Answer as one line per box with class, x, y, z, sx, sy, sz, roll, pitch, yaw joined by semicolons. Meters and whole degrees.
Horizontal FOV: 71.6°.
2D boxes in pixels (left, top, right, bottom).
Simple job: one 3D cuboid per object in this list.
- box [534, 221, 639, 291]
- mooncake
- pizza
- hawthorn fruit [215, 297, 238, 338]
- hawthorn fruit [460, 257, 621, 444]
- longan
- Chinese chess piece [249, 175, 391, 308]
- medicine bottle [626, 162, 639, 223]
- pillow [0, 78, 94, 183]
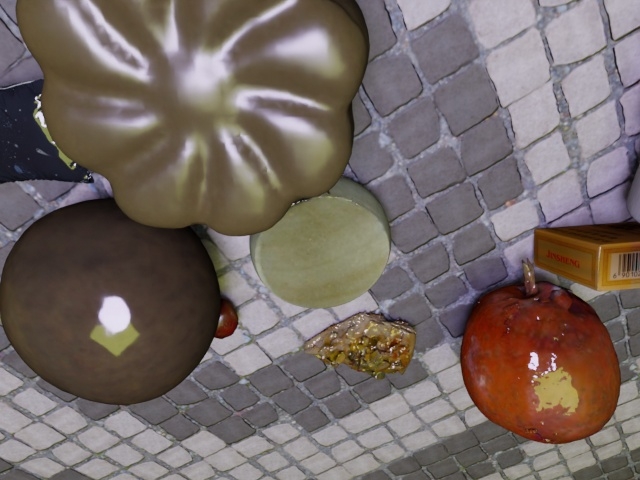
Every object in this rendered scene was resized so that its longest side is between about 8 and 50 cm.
box;0.529;0.017;0.734;0.273;0.174;0.076;-4;101;-4
mooncake;-0.128;-0.187;0.514;0.377;0.201;0.379;-3;122;-5
pizza;0.089;0.213;0.878;0.226;0.069;0.147;18;121;-18
hawthorn fruit;-0.183;0.142;0.797;0.077;0.077;0.077;-3;123;-5
hawthorn fruit;0.380;0.180;0.793;0.275;0.276;0.308;-14;109;2
longan;-0.283;0.087;0.633;0.296;0.297;0.298;-3;123;-5
Chinese chess piece;0.000;0.000;0.714;0.237;0.092;0.238;-3;124;-4
medicine bottle;0.569;-0.193;0.578;0.224;0.224;0.385;-4;123;-4
pillow;-0.400;-0.133;0.573;0.208;0.055;0.141;1;127;21
